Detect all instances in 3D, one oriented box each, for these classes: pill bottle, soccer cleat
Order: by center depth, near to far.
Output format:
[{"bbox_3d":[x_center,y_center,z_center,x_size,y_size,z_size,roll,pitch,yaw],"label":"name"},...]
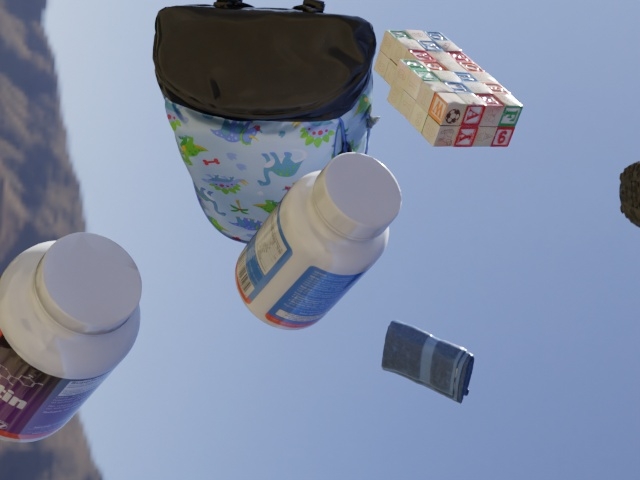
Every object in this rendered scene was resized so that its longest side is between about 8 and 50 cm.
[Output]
[{"bbox_3d":[0.000,0.000,1.452,0.221,0.124,0.124,-48,-139,51],"label":"pill bottle"},{"bbox_3d":[-0.342,0.119,1.660,0.323,0.182,0.181,-46,-138,48],"label":"pill bottle"},{"bbox_3d":[0.542,-0.073,1.886,0.318,0.116,0.108,173,-89,-70],"label":"soccer cleat"}]

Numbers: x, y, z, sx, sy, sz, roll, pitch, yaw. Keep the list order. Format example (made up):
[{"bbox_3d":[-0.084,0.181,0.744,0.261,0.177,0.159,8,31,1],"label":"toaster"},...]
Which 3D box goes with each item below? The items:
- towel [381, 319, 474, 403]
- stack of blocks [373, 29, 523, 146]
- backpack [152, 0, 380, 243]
[{"bbox_3d":[0.127,0.143,1.580,0.119,0.029,0.067,23,-62,34],"label":"towel"},{"bbox_3d":[0.213,-0.284,2.430,0.297,0.171,0.087,52,-46,45],"label":"stack of blocks"},{"bbox_3d":[-0.063,-0.144,1.784,0.355,0.290,0.273,75,21,-76],"label":"backpack"}]
